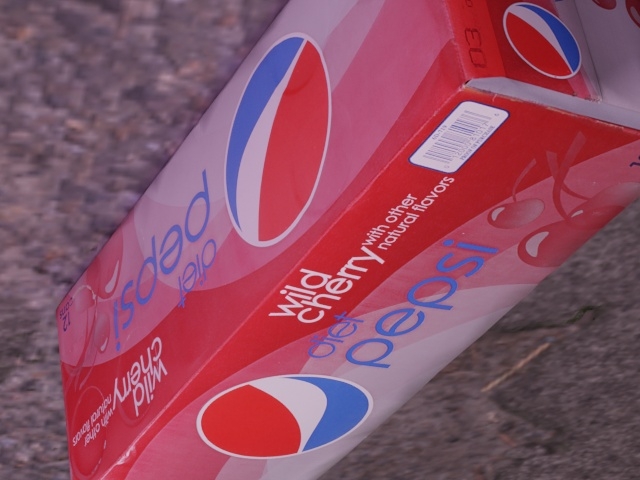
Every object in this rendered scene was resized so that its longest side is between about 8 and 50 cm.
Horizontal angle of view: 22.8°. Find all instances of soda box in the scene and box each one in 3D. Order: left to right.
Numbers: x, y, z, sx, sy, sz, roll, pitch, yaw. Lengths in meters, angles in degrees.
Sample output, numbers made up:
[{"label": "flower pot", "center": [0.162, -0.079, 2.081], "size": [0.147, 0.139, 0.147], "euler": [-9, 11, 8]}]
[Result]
[{"label": "soda box", "center": [0.000, 0.000, 0.525], "size": [0.083, 0.092, 0.263], "euler": [10, 142, -30]}]
